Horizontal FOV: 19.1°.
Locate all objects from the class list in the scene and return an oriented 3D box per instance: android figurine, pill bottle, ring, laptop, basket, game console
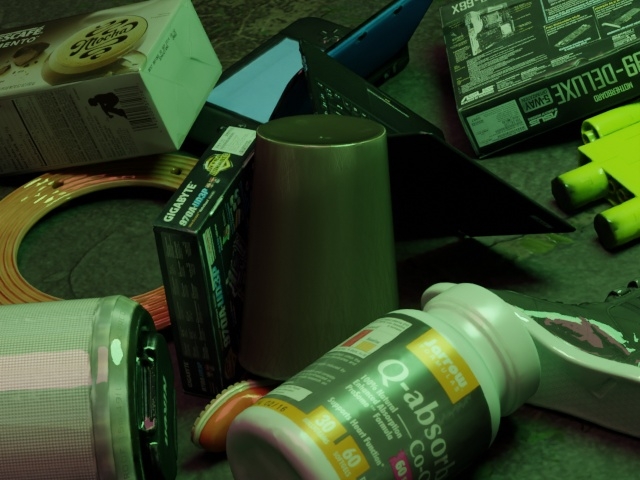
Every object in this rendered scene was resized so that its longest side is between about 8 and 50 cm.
[{"bbox_3d":[0.401,-0.081,2.102,0.273,0.056,0.248,-22,39,-16],"label":"android figurine"},{"bbox_3d":[0.063,0.161,1.752,0.278,0.162,0.162,-33,44,-29],"label":"pill bottle"},{"bbox_3d":[-0.227,0.009,2.110,0.337,0.032,0.336,-5,36,4],"label":"ring"},{"bbox_3d":[0.119,-0.113,2.018,0.136,0.234,0.264,-39,40,26],"label":"laptop"},{"bbox_3d":[0.000,0.000,1.873,0.154,0.226,0.204,9,20,26],"label":"basket"},{"bbox_3d":[-0.022,-0.227,2.267,0.250,0.173,0.293,23,46,34],"label":"game console"}]

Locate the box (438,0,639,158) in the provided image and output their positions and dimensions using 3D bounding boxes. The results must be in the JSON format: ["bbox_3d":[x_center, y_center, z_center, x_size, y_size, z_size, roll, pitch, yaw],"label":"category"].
[{"bbox_3d":[0.300,-0.244,2.240,0.307,0.076,0.242,-21,34,12],"label":"box"}]

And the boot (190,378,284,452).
[{"bbox_3d":[-0.045,0.174,1.841,0.158,0.059,0.084,-22,44,-21],"label":"boot"}]

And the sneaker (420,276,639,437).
[{"bbox_3d":[0.252,0.089,1.870,0.296,0.104,0.147,21,43,24],"label":"sneaker"}]

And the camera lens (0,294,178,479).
[{"bbox_3d":[-0.277,0.167,1.753,0.274,0.219,0.219,-5,37,4],"label":"camera lens"}]

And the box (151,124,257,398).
[{"bbox_3d":[-0.095,0.022,1.912,0.051,0.220,0.175,10,41,21],"label":"box"}]

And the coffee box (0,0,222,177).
[{"bbox_3d":[-0.289,-0.177,2.236,0.297,0.119,0.168,-7,35,26],"label":"coffee box"}]
